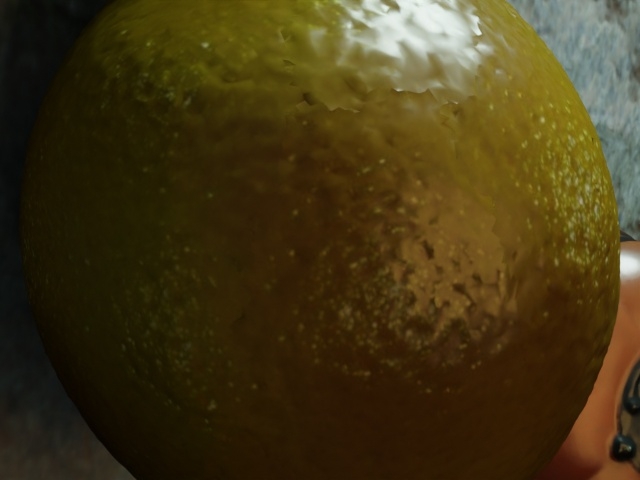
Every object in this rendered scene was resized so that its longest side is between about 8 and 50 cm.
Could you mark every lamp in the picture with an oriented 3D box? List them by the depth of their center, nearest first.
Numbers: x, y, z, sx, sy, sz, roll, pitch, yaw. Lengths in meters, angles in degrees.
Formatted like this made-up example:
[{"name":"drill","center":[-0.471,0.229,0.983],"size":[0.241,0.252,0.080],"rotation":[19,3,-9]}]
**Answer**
[{"name":"lamp","center":[0.130,0.083,0.909],"size":[0.187,0.164,0.188],"rotation":[-2,94,-32]}]

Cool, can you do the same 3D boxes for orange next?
[{"name":"orange","center":[0.000,0.000,0.626],"size":[0.236,0.236,0.236],"rotation":[-23,119,-52]}]
